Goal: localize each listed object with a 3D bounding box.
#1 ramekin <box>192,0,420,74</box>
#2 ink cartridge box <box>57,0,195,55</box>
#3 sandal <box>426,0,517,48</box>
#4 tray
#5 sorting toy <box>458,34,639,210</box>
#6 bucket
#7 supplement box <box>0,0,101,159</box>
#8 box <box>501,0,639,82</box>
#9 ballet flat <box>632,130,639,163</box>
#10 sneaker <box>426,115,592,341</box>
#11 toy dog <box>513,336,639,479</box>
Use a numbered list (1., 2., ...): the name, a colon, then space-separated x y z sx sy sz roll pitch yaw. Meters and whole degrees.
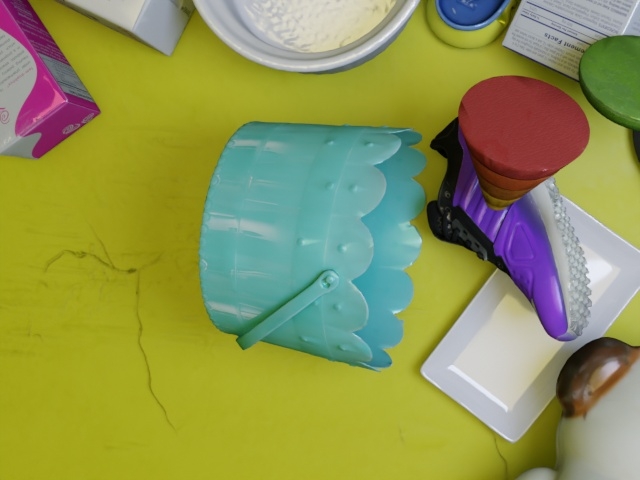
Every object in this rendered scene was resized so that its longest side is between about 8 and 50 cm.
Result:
1. ramekin: -0.007 -0.321 0.980 0.277 0.135 0.277 0 92 8
2. ink cartridge box: -0.266 -0.307 1.008 0.203 0.148 0.086 27 94 6
3. sandal: 0.218 -0.372 0.948 0.126 0.138 0.317 22 93 8
4. tray: 0.253 0.092 1.013 0.145 0.030 0.270 37 96 4
5. sorting toy: 0.291 -0.116 0.873 0.366 0.126 0.127 -21 57 -20
6. bucket: 0.000 0.000 0.928 0.183 0.281 0.281 8 93 16
7. supplement box: -0.387 -0.220 1.047 0.111 0.114 0.220 -34 86 7
8. box: 0.292 -0.248 0.938 0.126 0.072 0.137 36 113 31
9. ballet flat: 0.446 -0.037 0.948 0.095 0.096 0.280 -31 88 8
10. sneaker: 0.201 -0.014 0.966 0.146 0.102 0.293 -23 67 22
11. toy dog: 0.299 0.297 0.858 0.285 0.395 0.408 15 61 20
